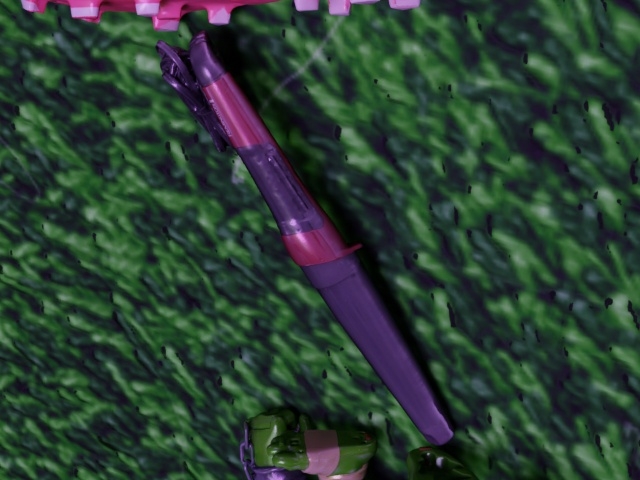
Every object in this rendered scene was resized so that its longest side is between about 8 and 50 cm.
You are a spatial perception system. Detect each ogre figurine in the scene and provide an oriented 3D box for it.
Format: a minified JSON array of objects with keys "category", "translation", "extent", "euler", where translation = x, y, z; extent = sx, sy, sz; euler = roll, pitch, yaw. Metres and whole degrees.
[{"category":"ogre figurine","translation":[0.035,0.174,0.716],"extent":[0.197,0.097,0.118],"euler":[5,107,20]}]

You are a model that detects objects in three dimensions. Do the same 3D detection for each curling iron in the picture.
[{"category":"curling iron","translation":[0.000,0.000,0.678],"extent":[0.035,0.068,0.274],"euler":[-35,103,3]}]

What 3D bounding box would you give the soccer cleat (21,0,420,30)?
[{"category":"soccer cleat","translation":[-0.055,-0.156,0.617],"extent":[0.248,0.083,0.095],"euler":[4,94,31]}]
